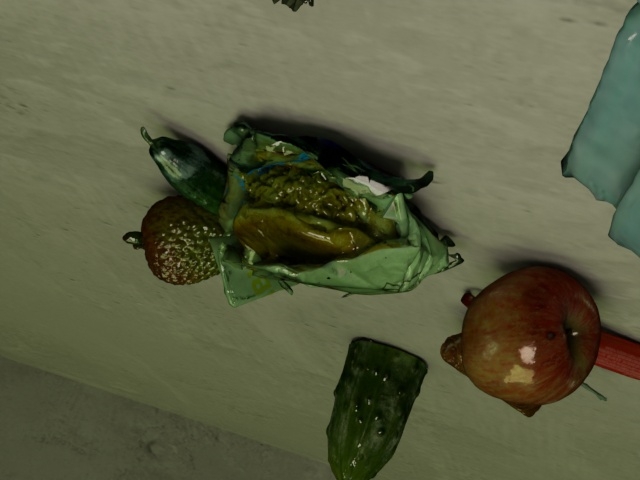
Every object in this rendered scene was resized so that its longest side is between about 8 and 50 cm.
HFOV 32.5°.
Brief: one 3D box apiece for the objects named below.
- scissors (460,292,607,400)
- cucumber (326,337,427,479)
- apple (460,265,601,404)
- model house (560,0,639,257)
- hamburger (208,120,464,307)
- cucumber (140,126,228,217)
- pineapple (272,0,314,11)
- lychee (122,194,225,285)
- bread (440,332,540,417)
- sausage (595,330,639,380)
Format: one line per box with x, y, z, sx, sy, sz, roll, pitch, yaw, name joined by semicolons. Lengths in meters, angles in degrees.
0.274;0.141;1.351;0.248;0.017;0.144;35;-177;-46;scissors
0.072;0.279;1.674;0.134;0.244;0.134;17;154;8;cucumber
0.219;0.103;1.158;0.146;0.146;0.131;34;155;-33;apple
0.295;-0.112;0.441;0.295;0.252;0.329;37;146;27;model house
-0.007;0.001;1.119;0.261;0.150;0.276;11;158;23;hamburger
-0.116;-0.057;1.219;0.056;0.056;0.250;6;159;38;cucumber
0.005;-0.192;0.700;0.074;0.074;0.159;25;166;-13;pineapple
-0.168;-0.002;1.344;0.147;0.114;0.114;-4;155;12;lychee
0.238;0.167;1.429;0.105;0.076;0.233;29;177;46;bread
0.340;0.129;1.272;0.145;0.050;0.048;19;130;-9;sausage
